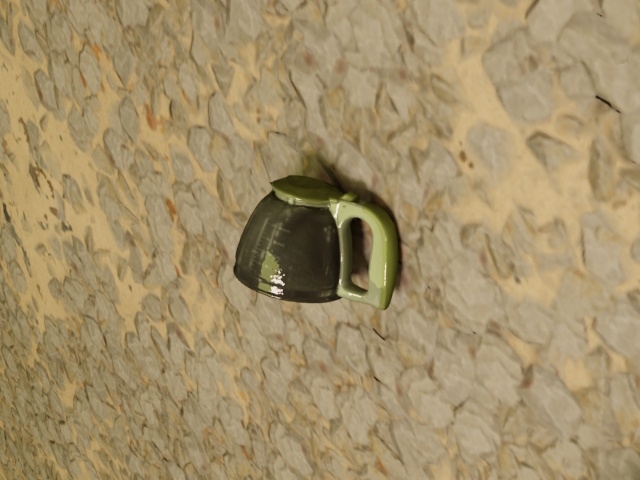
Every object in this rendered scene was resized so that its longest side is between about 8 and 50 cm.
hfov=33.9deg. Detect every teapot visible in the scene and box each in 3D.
[{"bbox_3d":[-0.001,-0.003,0.816,0.092,0.124,0.090,-85,5,-70],"label":"teapot"}]
